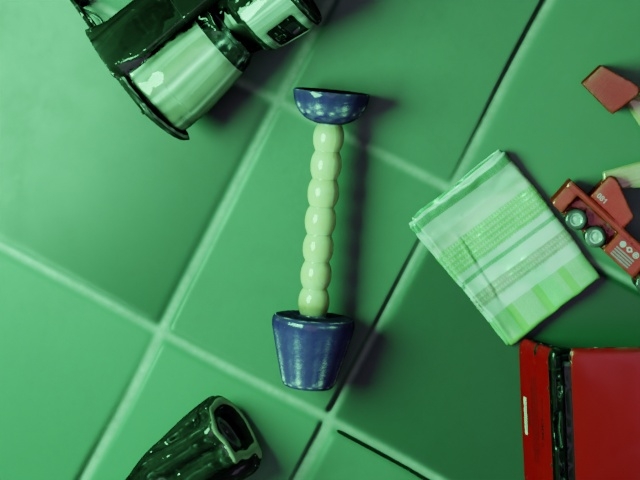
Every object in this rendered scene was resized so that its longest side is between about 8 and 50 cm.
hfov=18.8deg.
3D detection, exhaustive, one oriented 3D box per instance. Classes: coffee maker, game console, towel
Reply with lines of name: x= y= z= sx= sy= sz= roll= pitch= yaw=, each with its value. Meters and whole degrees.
coffee maker: x=-0.114 y=-0.209 z=1.732 sx=0.178 sy=0.120 sz=0.171 roll=-40 pitch=90 yaw=8
game console: x=0.242 y=0.163 z=1.752 sx=0.085 sy=0.124 sz=0.144 roll=-4 pitch=96 yaw=-16
towel: x=0.169 y=0.007 z=1.776 sx=0.113 sy=0.023 sz=0.152 roll=-38 pitch=92 yaw=9

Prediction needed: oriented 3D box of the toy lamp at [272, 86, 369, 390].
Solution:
toy lamp: x=0.000 y=0.000 z=1.765 sx=0.080 sy=0.080 sz=0.275 roll=5 pitch=98 yaw=5

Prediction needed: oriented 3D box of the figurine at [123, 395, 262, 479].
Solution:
figurine: x=-0.121 y=0.287 z=1.813 sx=0.209 sy=0.092 sz=0.215 roll=-34 pitch=93 yaw=16

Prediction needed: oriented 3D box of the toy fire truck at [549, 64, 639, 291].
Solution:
toy fire truck: x=0.282 y=-0.051 z=1.745 sx=0.192 sy=0.047 sz=0.135 roll=42 pitch=97 yaw=-1
